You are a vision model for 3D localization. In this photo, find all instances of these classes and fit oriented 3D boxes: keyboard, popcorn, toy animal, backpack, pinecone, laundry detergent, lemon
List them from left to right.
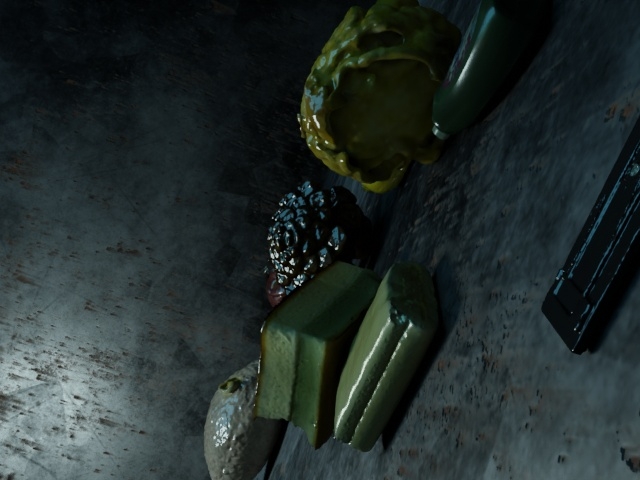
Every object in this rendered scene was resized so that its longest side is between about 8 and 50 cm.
[{"bbox_3d":[-0.185,0.442,1.604,0.226,0.188,0.359,106,180,-66],"label":"toy animal"},{"bbox_3d":[-0.033,0.077,1.469,0.229,0.139,0.229,-36,16,12],"label":"backpack"},{"bbox_3d":[0.001,0.000,1.214,0.201,0.202,0.229,26,-119,-72],"label":"pinecone"},{"bbox_3d":[0.106,-0.125,1.117,0.082,0.082,0.111,-79,16,-58],"label":"lemon"},{"bbox_3d":[0.086,-0.194,0.891,0.190,0.250,0.250,62,145,34],"label":"popcorn"},{"bbox_3d":[0.176,-0.196,0.733,0.211,0.062,0.137,112,178,-56],"label":"laundry detergent"},{"bbox_3d":[0.178,-0.036,0.363,0.061,0.013,0.205,-86,16,-70],"label":"keyboard"}]

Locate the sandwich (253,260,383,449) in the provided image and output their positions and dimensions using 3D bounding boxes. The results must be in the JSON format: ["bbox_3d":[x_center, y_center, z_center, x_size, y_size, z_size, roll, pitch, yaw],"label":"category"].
[{"bbox_3d":[0.007,0.151,0.882,0.220,0.108,0.186,-38,-41,-57],"label":"sandwich"}]

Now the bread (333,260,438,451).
[{"bbox_3d":[0.067,0.123,0.719,0.139,0.060,0.178,-80,10,-64],"label":"bread"}]
